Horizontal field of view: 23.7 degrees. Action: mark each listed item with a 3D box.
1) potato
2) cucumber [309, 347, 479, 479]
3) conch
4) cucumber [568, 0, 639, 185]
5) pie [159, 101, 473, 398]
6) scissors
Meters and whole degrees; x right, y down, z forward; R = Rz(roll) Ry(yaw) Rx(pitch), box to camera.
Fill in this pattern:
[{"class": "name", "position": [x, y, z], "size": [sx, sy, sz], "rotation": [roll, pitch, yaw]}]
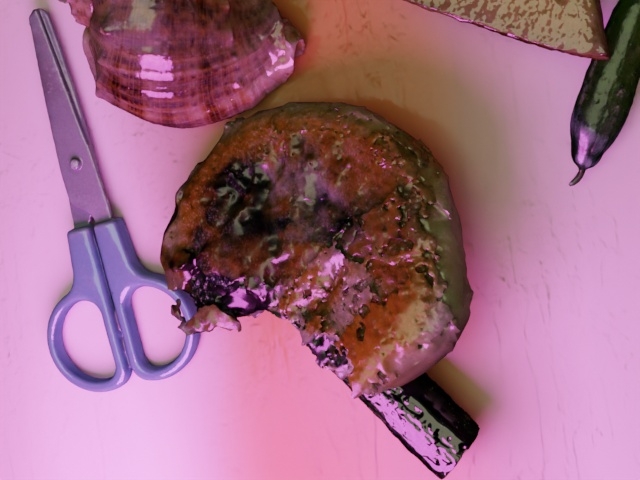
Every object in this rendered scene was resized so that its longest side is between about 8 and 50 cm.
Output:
[{"class": "potato", "position": [0.201, -0.333, 1.516], "size": [0.269, 0.112, 0.255], "rotation": [20, 99, 13]}, {"class": "cucumber", "position": [0.069, 0.149, 1.648], "size": [0.241, 0.074, 0.074], "rotation": [44, 109, 12]}, {"class": "conch", "position": [-0.171, -0.235, 1.623], "size": [0.291, 0.159, 0.210], "rotation": [22, 91, 11]}, {"class": "cucumber", "position": [0.296, -0.169, 1.532], "size": [0.056, 0.056, 0.250], "rotation": [22, 102, 15]}, {"class": "pie", "position": [0.000, 0.000, 1.613], "size": [0.371, 0.078, 0.296], "rotation": [21, 90, 28]}, {"class": "scissors", "position": [-0.268, -0.049, 1.757], "size": [0.192, 0.029, 0.447], "rotation": [-13, 94, 20]}]
